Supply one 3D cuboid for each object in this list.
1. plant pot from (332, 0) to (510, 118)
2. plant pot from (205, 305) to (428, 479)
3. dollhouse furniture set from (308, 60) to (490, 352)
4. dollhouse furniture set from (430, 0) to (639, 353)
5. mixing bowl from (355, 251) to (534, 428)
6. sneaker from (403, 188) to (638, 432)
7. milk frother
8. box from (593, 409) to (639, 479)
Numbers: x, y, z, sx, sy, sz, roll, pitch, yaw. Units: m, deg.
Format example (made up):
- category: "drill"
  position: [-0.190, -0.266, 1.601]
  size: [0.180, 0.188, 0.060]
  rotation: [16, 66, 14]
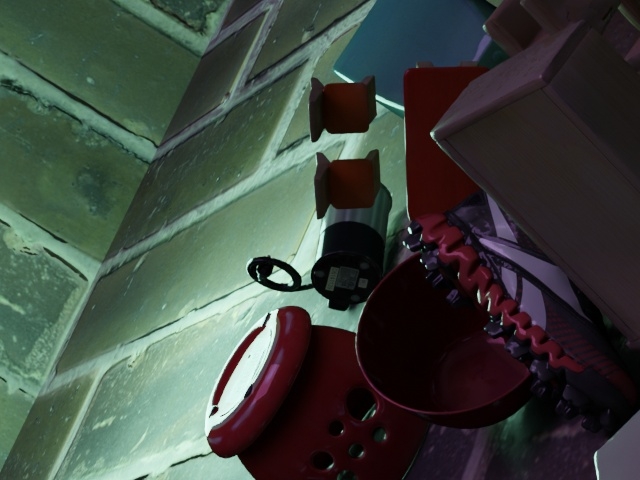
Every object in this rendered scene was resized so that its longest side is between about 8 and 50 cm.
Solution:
- category: "plant pot"
  position: [0.153, -0.181, 2.114]
  size: [0.166, 0.165, 0.234]
  rotation: [-56, 26, 8]
- category: "plant pot"
  position: [-0.010, 0.170, 1.943]
  size: [0.191, 0.174, 0.191]
  rotation: [-52, 16, 22]
- category: "dollhouse furniture set"
  position: [0.123, -0.038, 1.833]
  size: [0.135, 0.262, 0.259]
  rotation: [-79, -14, -70]
- category: "dollhouse furniture set"
  position: [0.316, -0.146, 1.567]
  size: [0.394, 0.256, 0.362]
  rotation: [-51, 13, -29]
- category: "mixing bowl"
  position: [0.133, 0.099, 1.740]
  size: [0.181, 0.098, 0.181]
  rotation: [-11, 53, 15]
- category: "sneaker"
  position: [0.191, 0.042, 1.630]
  size: [0.135, 0.097, 0.276]
  rotation: [-37, 49, -4]
- category: "milk frother"
  position: [0.000, 0.000, 2.243]
  size: [0.129, 0.143, 0.135]
  rotation: [-53, 19, 40]
- category: "box"
  position: [0.270, 0.197, 1.177]
  size: [0.127, 0.148, 0.232]
  rotation: [-49, 20, 27]
